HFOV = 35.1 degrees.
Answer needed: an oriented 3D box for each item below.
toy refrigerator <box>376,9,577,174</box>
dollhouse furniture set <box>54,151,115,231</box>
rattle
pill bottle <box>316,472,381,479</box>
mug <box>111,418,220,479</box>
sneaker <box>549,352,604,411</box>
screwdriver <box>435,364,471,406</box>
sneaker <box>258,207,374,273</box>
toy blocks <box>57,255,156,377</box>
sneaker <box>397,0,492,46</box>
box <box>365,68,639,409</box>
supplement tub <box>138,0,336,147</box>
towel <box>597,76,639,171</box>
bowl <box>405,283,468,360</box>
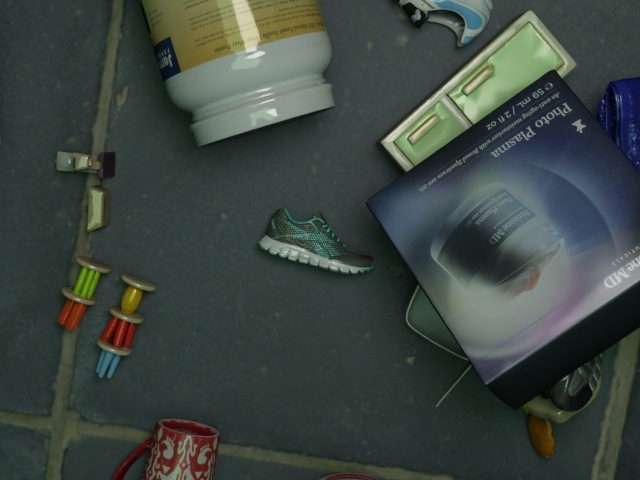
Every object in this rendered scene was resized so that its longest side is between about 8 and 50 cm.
[{"bbox_3d":[0.212,-0.188,1.397,0.269,0.094,0.102,-41,95,3],"label":"toy refrigerator"},{"bbox_3d":[-0.343,-0.069,1.405,0.081,0.091,0.114,6,98,13],"label":"dollhouse furniture set"},{"bbox_3d":[0.372,0.200,1.456,0.200,0.130,0.143,-48,115,-27],"label":"rattle"},{"bbox_3d":[0.044,0.455,1.316,0.210,0.363,0.210,0,95,-1],"label":"pill bottle"},{"bbox_3d":[-0.221,0.342,1.427,0.150,0.113,0.169,13,91,-5],"label":"mug"},{"bbox_3d":[0.320,0.138,1.396,0.132,0.229,0.086,-2,133,35],"label":"sneaker"},{"bbox_3d":[0.220,0.176,1.468,0.170,0.024,0.025,-47,124,5],"label":"screwdriver"},{"bbox_3d":[0.000,0.000,1.426,0.166,0.065,0.076,16,91,-5],"label":"sneaker"},{"bbox_3d":[-0.315,0.111,1.429,0.123,0.054,0.148,22,95,-4],"label":"toy blocks"},{"bbox_3d":[0.122,-0.348,1.382,0.237,0.085,0.086,29,79,-4],"label":"sneaker"},{"bbox_3d":[0.269,0.001,1.274,0.296,0.183,0.294,-36,63,7],"label":"box"},{"bbox_3d":[-0.114,-0.297,1.310,0.228,0.228,0.316,-17,95,0],"label":"supplement tub"},{"bbox_3d":[0.533,-0.125,1.404,0.308,0.076,0.228,-9,101,-13],"label":"towel"},{"bbox_3d":[0.202,0.086,1.442,0.142,0.053,0.142,30,95,-4],"label":"bowl"}]
